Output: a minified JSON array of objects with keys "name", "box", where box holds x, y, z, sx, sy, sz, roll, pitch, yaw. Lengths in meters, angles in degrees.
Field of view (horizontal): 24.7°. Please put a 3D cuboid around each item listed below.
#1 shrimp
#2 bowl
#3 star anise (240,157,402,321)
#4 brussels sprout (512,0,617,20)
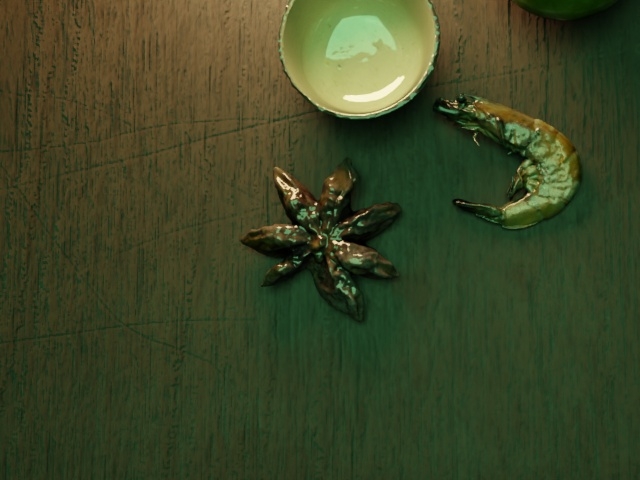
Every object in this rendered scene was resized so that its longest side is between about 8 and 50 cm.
[{"name":"shrimp","box":[0.229,-0.101,1.896,0.217,0.051,0.150,29,93,6]},{"name":"bowl","box":[0.055,-0.249,1.905,0.211,0.112,0.211,-1,82,8]},{"name":"star anise","box":[0.010,-0.013,1.894,0.212,0.073,0.197,19,87,7]},{"name":"brussels sprout","box":[0.307,-0.399,1.857,0.244,0.244,0.244,-1,81,7]}]
